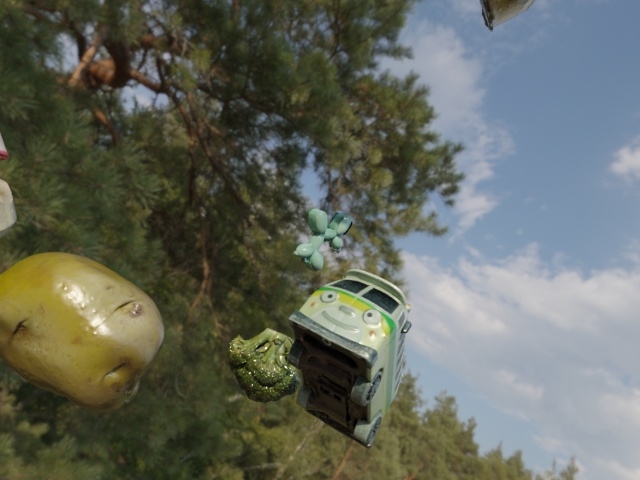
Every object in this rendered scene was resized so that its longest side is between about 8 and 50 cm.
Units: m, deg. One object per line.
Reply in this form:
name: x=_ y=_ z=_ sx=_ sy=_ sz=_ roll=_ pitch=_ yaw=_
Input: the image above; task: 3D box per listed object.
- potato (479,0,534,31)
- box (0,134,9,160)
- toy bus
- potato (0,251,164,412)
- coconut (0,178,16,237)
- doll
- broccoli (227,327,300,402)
potato: x=0.391 y=-0.650 z=0.939 sx=0.296 sy=0.290 sz=0.396 roll=-20 pitch=-83 yaw=23
box: x=-0.523 y=-0.184 z=0.422 sx=0.300 sy=0.315 sz=0.311 roll=-142 pitch=-144 yaw=-82
toy bus: x=0.051 y=0.171 z=0.753 sx=0.134 sy=0.164 sz=0.276 roll=23 pitch=-38 yaw=24
potato: x=-0.278 y=0.099 z=0.573 sx=0.200 sy=0.154 sz=0.137 roll=37 pitch=-4 yaw=3
coconut: x=-0.794 y=-0.081 z=1.153 sx=0.161 sy=0.161 sz=0.162 roll=18 pitch=-62 yaw=33
doll: x=0.000 y=0.000 z=1.261 sx=0.160 sy=0.158 sz=0.059 roll=-3 pitch=18 yaw=-43
broccoli: x=-0.112 y=0.243 z=0.987 sx=0.162 sy=0.137 sz=0.146 roll=25 pitch=-15 yaw=-9
